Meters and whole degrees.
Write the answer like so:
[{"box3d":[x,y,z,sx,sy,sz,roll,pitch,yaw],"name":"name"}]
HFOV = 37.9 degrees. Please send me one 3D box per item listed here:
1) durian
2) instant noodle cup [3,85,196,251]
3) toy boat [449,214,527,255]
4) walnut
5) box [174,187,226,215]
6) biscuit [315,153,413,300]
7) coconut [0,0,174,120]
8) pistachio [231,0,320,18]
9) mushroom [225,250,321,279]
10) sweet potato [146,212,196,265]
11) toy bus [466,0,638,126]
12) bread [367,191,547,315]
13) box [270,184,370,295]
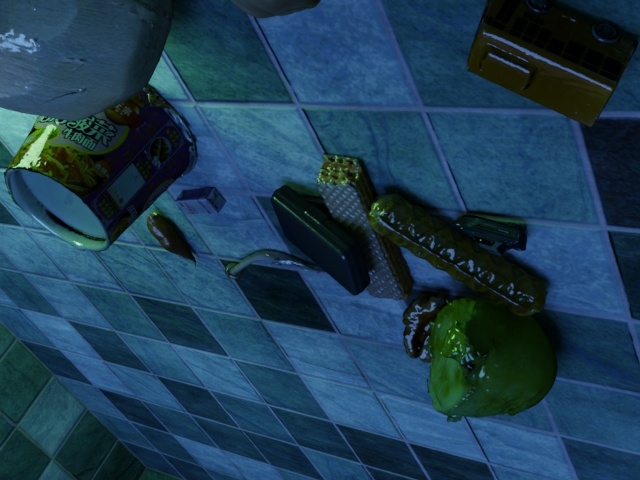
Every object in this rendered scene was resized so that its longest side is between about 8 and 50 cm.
[{"box3d":[0.328,0.232,1.804,0.340,0.204,0.256,4,133,-32],"name":"durian"},{"box3d":[-0.458,-0.156,1.883,0.340,0.266,0.340,23,148,15],"name":"instant noodle cup"},{"box3d":[0.289,-0.013,1.629,0.141,0.060,0.055,18,172,32],"name":"toy boat"},{"box3d":[0.238,0.179,1.921,0.143,0.069,0.170,24,123,12],"name":"walnut"},{"box3d":[-0.264,-0.084,2.042,0.117,0.036,0.050,-4,134,46],"name":"box"},{"box3d":[0.091,-0.012,1.809,0.094,0.054,0.378,10,144,32],"name":"biscuit"},{"box3d":[-0.435,-0.371,1.462,0.360,0.346,0.346,9,170,-42],"name":"coconut"},{"box3d":[-0.088,-0.401,1.313,0.215,0.144,0.144,41,150,-5],"name":"pistachio"},{"box3d":[-0.121,0.055,2.128,0.068,0.043,0.306,31,155,-37],"name":"mushroom"},{"box3d":[-0.357,0.002,2.245,0.056,0.056,0.195,4,144,39],"name":"sweet potato"},{"box3d":[0.292,-0.241,1.218,0.201,0.114,0.098,27,149,8],"name":"toy bus"},{"box3d":[0.250,0.027,1.701,0.367,0.084,0.077,30,-165,-2],"name":"bread"},{"box3d":[0.000,0.000,1.837,0.230,0.050,0.160,40,162,32],"name":"box"}]
